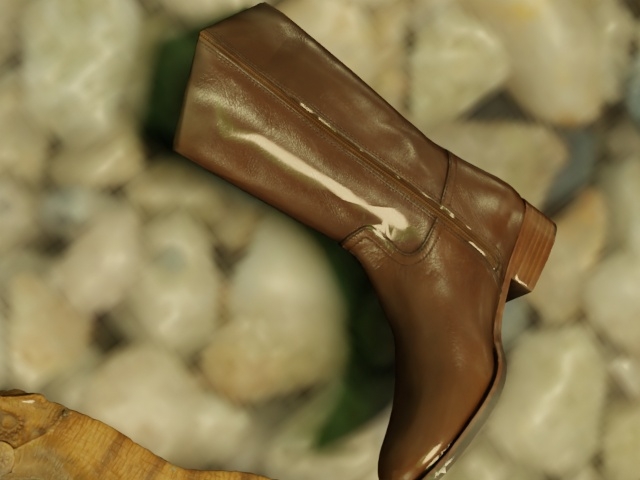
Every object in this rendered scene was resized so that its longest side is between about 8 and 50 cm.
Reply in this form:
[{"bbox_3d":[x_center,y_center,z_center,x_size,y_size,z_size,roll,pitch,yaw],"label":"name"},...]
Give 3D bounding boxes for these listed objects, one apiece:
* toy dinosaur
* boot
[{"bbox_3d":[0.001,0.093,0.430,0.211,0.064,0.112,16,84,-14],"label":"toy dinosaur"},{"bbox_3d":[0.000,0.000,0.435,0.114,0.037,0.106,36,51,-14],"label":"boot"}]
